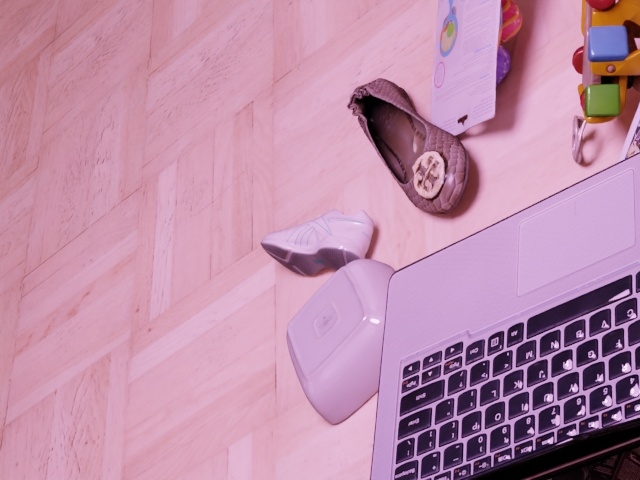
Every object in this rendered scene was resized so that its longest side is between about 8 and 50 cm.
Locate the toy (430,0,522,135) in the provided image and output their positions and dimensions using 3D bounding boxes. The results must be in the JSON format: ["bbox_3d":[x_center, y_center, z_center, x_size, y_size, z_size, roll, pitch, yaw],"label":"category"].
[{"bbox_3d":[0.166,-0.223,1.634,0.137,0.056,0.237,158,115,-66],"label":"toy"}]

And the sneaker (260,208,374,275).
[{"bbox_3d":[0.000,0.000,1.693,0.152,0.054,0.061,0,53,46],"label":"sneaker"}]

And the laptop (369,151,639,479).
[{"bbox_3d":[0.105,0.070,1.148,0.382,0.236,0.408,-27,41,37],"label":"laptop"}]

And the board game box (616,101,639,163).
[{"bbox_3d":[0.310,-0.038,1.264,0.193,0.053,0.305,19,88,57],"label":"board game box"}]

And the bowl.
[{"bbox_3d":[0.022,0.091,1.579,0.142,0.053,0.142,-47,33,17],"label":"bowl"}]

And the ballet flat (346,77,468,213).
[{"bbox_3d":[0.083,-0.103,1.647,0.084,0.058,0.250,-59,30,19],"label":"ballet flat"}]

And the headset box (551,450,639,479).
[{"bbox_3d":[0.210,0.198,1.257,0.062,0.032,0.083,6,68,55],"label":"headset box"}]

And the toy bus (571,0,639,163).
[{"bbox_3d":[0.276,-0.182,1.407,0.104,0.202,0.191,0,76,4],"label":"toy bus"}]
